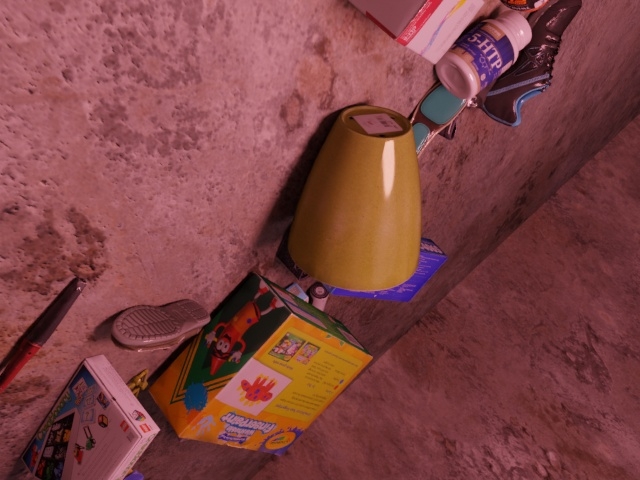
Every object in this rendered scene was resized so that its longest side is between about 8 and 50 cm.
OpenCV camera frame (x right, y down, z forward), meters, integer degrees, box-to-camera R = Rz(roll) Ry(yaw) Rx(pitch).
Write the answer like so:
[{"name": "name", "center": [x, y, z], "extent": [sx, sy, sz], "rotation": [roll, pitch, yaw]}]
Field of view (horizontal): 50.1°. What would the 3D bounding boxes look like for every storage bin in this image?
[{"name": "storage bin", "center": [0.000, 0.000, 1.573], "extent": [0.180, 0.084, 0.122], "rotation": [-26, 154, -39]}]

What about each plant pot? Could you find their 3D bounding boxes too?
[{"name": "plant pot", "center": [0.084, -0.101, 1.332], "extent": [0.275, 0.275, 0.293], "rotation": [-27, 138, -39]}]

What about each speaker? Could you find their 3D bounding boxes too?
[{"name": "speaker", "center": [-0.011, 0.175, 1.949], "extent": [0.055, 0.055, 0.136], "rotation": [-34, 159, -27]}]

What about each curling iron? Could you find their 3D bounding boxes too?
[{"name": "curling iron", "center": [-0.460, 0.164, 1.073], "extent": [0.274, 0.035, 0.068], "rotation": [-45, 161, 2]}]

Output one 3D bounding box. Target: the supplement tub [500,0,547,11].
[{"name": "supplement tub", "center": [0.366, -0.492, 1.244], "extent": [0.117, 0.117, 0.190], "rotation": [-49, 159, 14]}]

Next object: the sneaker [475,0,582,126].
[{"name": "sneaker", "center": [0.516, -0.428, 1.633], "extent": [0.340, 0.139, 0.125], "rotation": [-54, 156, 23]}]

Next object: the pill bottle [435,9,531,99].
[{"name": "pill bottle", "center": [0.339, -0.387, 1.410], "extent": [0.187, 0.112, 0.112], "rotation": [-40, 160, -12]}]

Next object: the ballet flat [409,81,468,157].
[{"name": "ballet flat", "center": [0.239, -0.268, 1.531], "extent": [0.248, 0.086, 0.086], "rotation": [-48, 160, 15]}]

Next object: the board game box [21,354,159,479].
[{"name": "board game box", "center": [-0.452, 0.394, 1.323], "extent": [0.305, 0.193, 0.053], "rotation": [-52, 159, 22]}]

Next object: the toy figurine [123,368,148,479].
[{"name": "toy figurine", "center": [-0.435, 0.489, 1.514], "extent": [0.191, 0.217, 0.362], "rotation": [-19, 149, -51]}]

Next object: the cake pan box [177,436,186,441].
[{"name": "cake pan box", "center": [-0.257, 0.459, 1.934], "extent": [0.267, 0.070, 0.245], "rotation": [0, 139, -49]}]

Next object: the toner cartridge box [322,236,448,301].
[{"name": "toner cartridge box", "center": [0.154, 0.058, 1.647], "extent": [0.348, 0.075, 0.165], "rotation": [12, 121, -52]}]

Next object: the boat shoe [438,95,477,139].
[{"name": "boat shoe", "center": [0.342, -0.327, 1.606], "extent": [0.075, 0.065, 0.206], "rotation": [-13, 143, -56]}]

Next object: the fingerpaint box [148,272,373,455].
[{"name": "fingerpaint box", "center": [-0.128, 0.319, 1.672], "extent": [0.371, 0.163, 0.445], "rotation": [-48, 145, 4]}]

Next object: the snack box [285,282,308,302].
[{"name": "snack box", "center": [-0.123, 0.249, 1.868], "extent": [0.187, 0.060, 0.322], "rotation": [-34, 158, -18]}]

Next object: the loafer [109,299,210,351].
[{"name": "loafer", "center": [-0.308, 0.179, 1.314], "extent": [0.087, 0.094, 0.251], "rotation": [-55, 158, 18]}]

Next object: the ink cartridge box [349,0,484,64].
[{"name": "ink cartridge box", "center": [0.143, -0.368, 1.039], "extent": [0.127, 0.128, 0.176], "rotation": [-51, 159, 20]}]
